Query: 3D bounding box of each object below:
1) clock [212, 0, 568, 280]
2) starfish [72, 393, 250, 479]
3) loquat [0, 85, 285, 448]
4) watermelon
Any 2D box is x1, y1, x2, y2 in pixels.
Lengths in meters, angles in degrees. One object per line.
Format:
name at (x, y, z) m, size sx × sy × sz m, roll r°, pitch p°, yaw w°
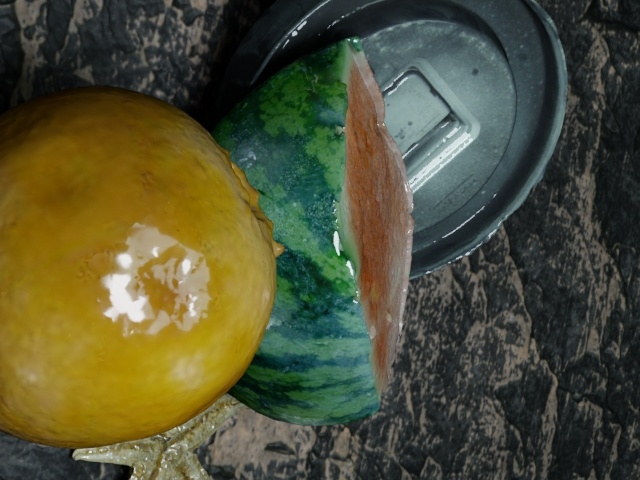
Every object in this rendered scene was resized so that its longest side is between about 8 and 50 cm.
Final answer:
clock at (0.072, -0.126, 1.967) m, size 0.386 × 0.076 × 0.386 m, roll -14°, pitch 127°, yaw -19°
starfish at (-0.151, 0.238, 1.946) m, size 0.247 × 0.050 × 0.138 m, roll -14°, pitch 109°, yaw -41°
loquat at (-0.199, 0.025, 1.671) m, size 0.328 × 0.328 × 0.329 m, roll -11°, pitch 105°, yaw -45°
watermelon at (-0.005, 0.027, 1.844) m, size 0.319 × 0.222 × 0.292 m, roll -34°, pitch 136°, yaw -1°
